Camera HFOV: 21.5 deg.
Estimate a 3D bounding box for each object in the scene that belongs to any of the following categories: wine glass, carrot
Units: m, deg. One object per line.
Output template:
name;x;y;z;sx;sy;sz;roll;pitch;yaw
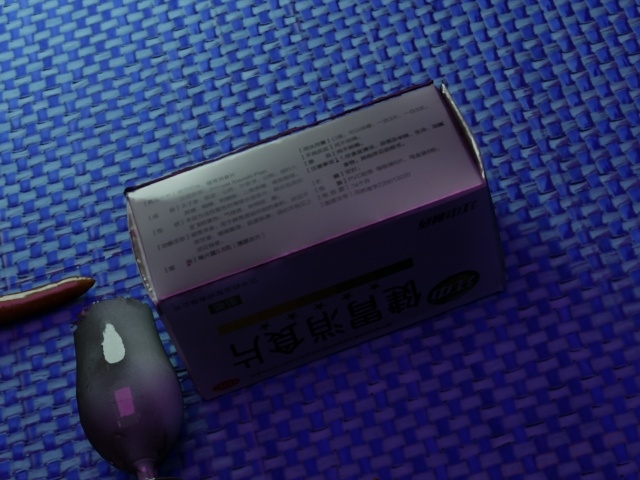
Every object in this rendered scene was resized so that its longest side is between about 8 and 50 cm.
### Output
wine glass;-0.171;0.162;1.545;0.103;0.103;0.222;-17;51;0
carrot;-0.315;0.068;1.691;0.190;0.037;0.037;-13;51;-1

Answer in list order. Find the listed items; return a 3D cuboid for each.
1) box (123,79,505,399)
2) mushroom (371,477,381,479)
box;0.002;-0.001;1.578;0.333;0.173;0.145;-20;53;-2
mushroom;-0.083;0.279;1.431;0.351;0.095;0.123;-7;78;3
